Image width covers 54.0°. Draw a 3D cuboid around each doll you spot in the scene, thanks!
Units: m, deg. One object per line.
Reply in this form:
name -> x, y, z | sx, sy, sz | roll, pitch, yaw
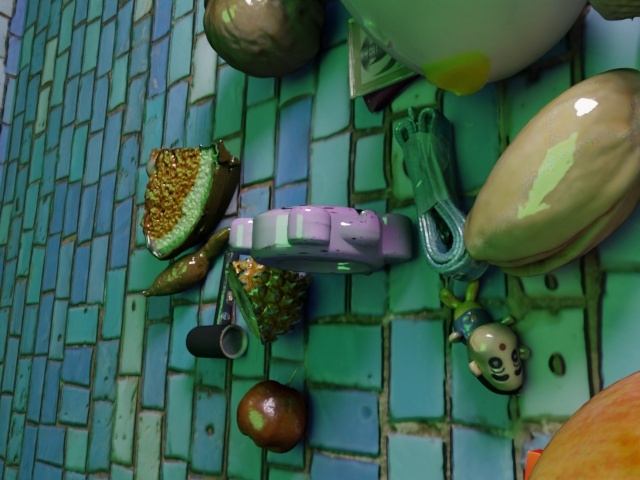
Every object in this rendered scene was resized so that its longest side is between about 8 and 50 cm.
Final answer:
doll -> 0.226, 0.133, 0.863 | 0.089, 0.102, 0.179 | 93, 155, -59

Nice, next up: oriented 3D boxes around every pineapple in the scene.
pineapple -> -0.078, 0.092, 1.138 | 0.161, 0.137, 0.176 | 60, 160, 23

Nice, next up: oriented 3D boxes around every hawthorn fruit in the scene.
hawthorn fruit -> -0.083, 0.302, 1.097 | 0.125, 0.125, 0.140 | -24, 31, 38

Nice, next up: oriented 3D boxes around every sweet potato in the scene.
sweet potato -> -0.278, 0.057, 1.374 | 0.269, 0.075, 0.074 | -37, 56, 17

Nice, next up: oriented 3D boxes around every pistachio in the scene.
pistachio -> 0.303, -0.080, 0.784 | 0.293, 0.162, 0.181 | -58, 31, 21

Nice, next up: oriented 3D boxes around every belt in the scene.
belt -> 0.181, -0.079, 0.942 | 0.087, 0.072, 0.302 | -37, 49, 40

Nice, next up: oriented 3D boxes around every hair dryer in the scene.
hair dryer -> -0.205, 0.119, 1.302 | 0.128, 0.070, 0.255 | -12, 65, 43

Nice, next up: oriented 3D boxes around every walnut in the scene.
walnut -> -0.112, -0.445, 1.226 | 0.248, 0.248, 0.248 | -13, 72, 42

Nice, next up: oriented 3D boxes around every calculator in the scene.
calculator -> 0.136, -0.324, 1.092 | 0.190, 0.034, 0.126 | -36, 55, 31

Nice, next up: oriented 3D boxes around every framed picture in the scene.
framed picture -> 0.143, -0.350, 1.067 | 0.231, 0.010, 0.172 | -15, 67, 34

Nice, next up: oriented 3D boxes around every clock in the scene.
clock -> 0.000, 0.000, 0.992 | 0.228, 0.248, 0.090 | -9, 77, 42

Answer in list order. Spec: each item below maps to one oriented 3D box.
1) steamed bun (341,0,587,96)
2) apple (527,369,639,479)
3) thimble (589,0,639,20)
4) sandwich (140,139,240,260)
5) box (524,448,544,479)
steamed bun -> 0.181, -0.392, 0.837 | 0.374, 0.334, 0.334 | 41, 116, -5
apple -> 0.349, 0.282, 0.500 | 0.347, 0.392, 0.391 | -8, 75, 41
thimble -> 0.395, -0.392, 0.695 | 0.150, 0.271, 0.270 | 6, 84, 47
sandwich -> -0.296, -0.096, 1.365 | 0.212, 0.109, 0.292 | 21, 102, 25
box -> 0.320, 0.320, 0.750 | 0.152, 0.048, 0.100 | 3, 80, 46
